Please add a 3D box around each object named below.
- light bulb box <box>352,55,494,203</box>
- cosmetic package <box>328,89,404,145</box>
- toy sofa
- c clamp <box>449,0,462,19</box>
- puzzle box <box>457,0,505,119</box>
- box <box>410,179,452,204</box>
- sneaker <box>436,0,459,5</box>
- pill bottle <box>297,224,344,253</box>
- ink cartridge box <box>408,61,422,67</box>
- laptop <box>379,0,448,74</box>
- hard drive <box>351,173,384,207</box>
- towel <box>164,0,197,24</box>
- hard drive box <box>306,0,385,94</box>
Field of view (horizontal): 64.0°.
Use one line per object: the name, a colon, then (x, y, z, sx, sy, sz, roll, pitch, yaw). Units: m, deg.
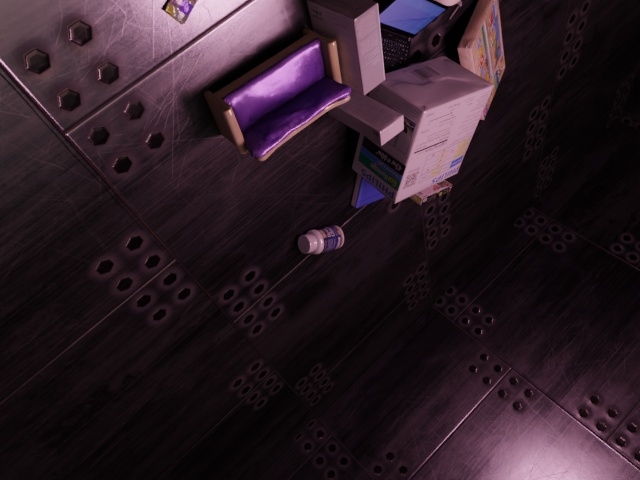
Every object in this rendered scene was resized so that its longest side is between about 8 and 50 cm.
light bulb box: (0.332, -0.372, 1.717, 0.358, 0.225, 0.360, -26, 146, -32)
cosmetic package: (0.133, -0.381, 1.556, 0.099, 0.239, 0.060, -39, 145, -16)
toy sofa: (-0.099, -0.384, 1.336, 0.363, 0.177, 0.150, -38, 146, -16)
c clamp: (0.447, -0.831, 1.682, 0.137, 0.022, 0.161, -55, 146, 5)
puzzle box: (0.614, -0.683, 1.923, 0.272, 0.052, 0.409, -65, 149, -13)
box: (0.466, -0.226, 2.228, 0.207, 0.114, 0.036, -24, 139, -34)
sneaker: (0.431, -0.818, 1.490, 0.350, 0.131, 0.148, -52, 162, -35)
pill bottle: (0.000, 0.000, 1.913, 0.169, 0.094, 0.094, -14, 133, -43)
ink cartridge box: (0.326, -0.588, 1.775, 0.083, 0.028, 0.048, -24, 139, -35)
laptop: (0.256, -0.601, 1.570, 0.234, 0.137, 0.264, -7, 110, -46)
hard drive: (0.228, -0.289, 1.946, 0.210, 0.040, 0.318, -23, 139, -35)
towel: (-0.298, -0.520, 1.113, 0.083, 0.009, 0.060, -55, 148, 7)
hard drive box: (0.072, -0.538, 1.383, 0.089, 0.181, 0.232, -40, 147, -17)
